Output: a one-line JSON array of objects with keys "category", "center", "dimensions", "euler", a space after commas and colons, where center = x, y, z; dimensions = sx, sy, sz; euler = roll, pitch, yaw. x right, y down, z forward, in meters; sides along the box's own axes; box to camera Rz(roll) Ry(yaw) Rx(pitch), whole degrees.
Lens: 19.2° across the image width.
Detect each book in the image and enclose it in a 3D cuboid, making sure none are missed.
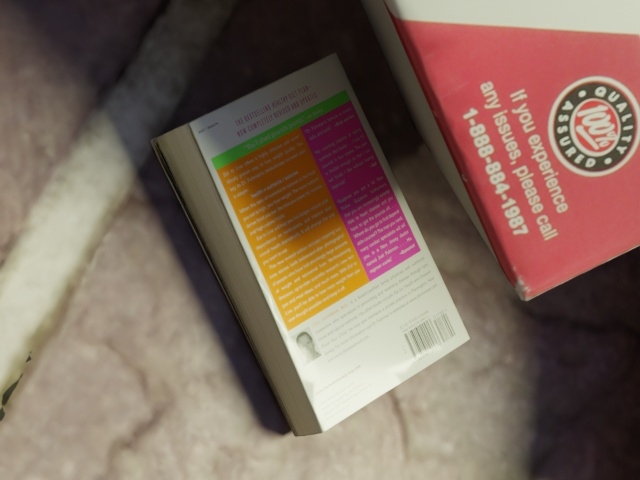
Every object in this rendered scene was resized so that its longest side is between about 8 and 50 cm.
[{"category": "book", "center": [0.000, 0.000, 0.830], "dimensions": [0.096, 0.035, 0.144], "euler": [-28, 96, -35]}]

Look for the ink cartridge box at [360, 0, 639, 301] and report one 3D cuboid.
[{"category": "ink cartridge box", "center": [0.185, -0.195, 0.751], "dimensions": [0.385, 0.160, 0.279], "euler": [-25, 121, 1]}]
